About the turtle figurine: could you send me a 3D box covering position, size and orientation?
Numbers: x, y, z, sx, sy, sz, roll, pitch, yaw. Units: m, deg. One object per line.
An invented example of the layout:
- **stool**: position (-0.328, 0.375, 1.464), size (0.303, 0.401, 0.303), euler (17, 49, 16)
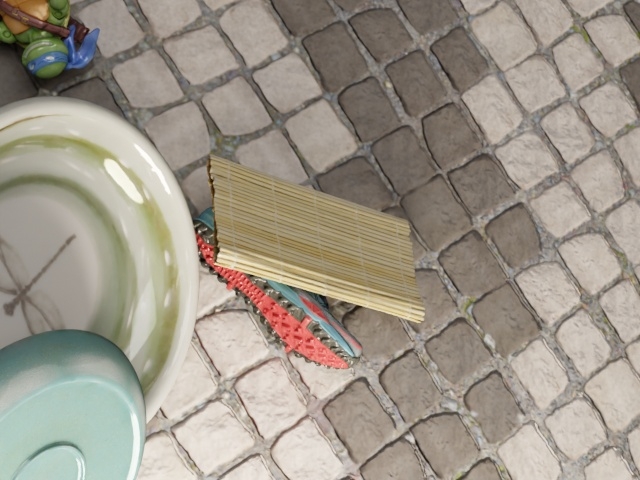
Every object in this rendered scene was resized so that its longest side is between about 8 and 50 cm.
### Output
- **turtle figurine**: position (-0.386, -0.321, 1.352), size (0.275, 0.198, 0.266), euler (-5, 68, -33)

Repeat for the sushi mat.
- **sushi mat**: position (0.000, 0.000, 1.423), size (0.317, 0.019, 0.151), euler (17, 48, -35)

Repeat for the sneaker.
- **sneaker**: position (-0.030, 0.039, 1.431), size (0.262, 0.104, 0.125), euler (46, 62, -3)

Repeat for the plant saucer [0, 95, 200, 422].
- **plant saucer**: position (-0.302, 0.047, 1.277), size (0.400, 0.101, 0.400), euler (-4, 95, -51)

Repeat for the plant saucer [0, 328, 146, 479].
- **plant saucer**: position (-0.285, 0.242, 1.187), size (0.044, 0.317, 0.317), euler (24, 60, 33)
